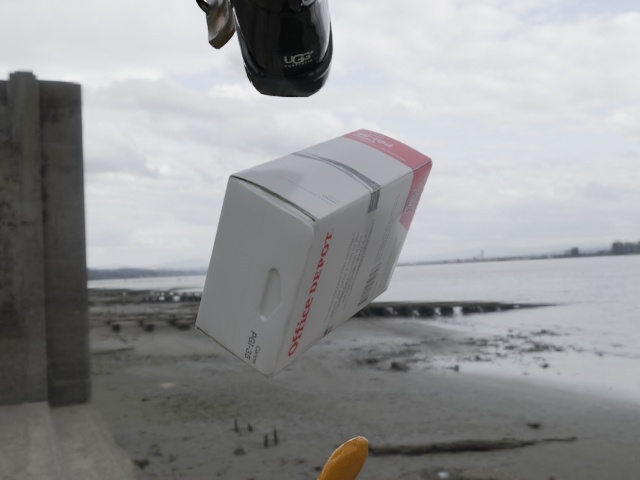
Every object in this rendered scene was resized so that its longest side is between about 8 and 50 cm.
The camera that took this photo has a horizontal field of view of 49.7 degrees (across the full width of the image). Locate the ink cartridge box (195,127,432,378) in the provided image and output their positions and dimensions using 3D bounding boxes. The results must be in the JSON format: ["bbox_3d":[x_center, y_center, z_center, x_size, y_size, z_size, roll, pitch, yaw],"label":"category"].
[{"bbox_3d":[0.000,0.000,0.812,0.117,0.207,0.283,30,30,21],"label":"ink cartridge box"}]

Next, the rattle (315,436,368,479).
[{"bbox_3d":[-0.060,0.261,0.768,0.130,0.143,0.199,22,-13,-30],"label":"rattle"}]

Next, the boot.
[{"bbox_3d":[-0.052,-0.408,0.650,0.146,0.367,0.445,-16,-22,-8],"label":"boot"}]

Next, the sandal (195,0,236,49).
[{"bbox_3d":[-0.152,-0.347,0.969,0.049,0.180,0.072,18,-38,-37],"label":"sandal"}]
